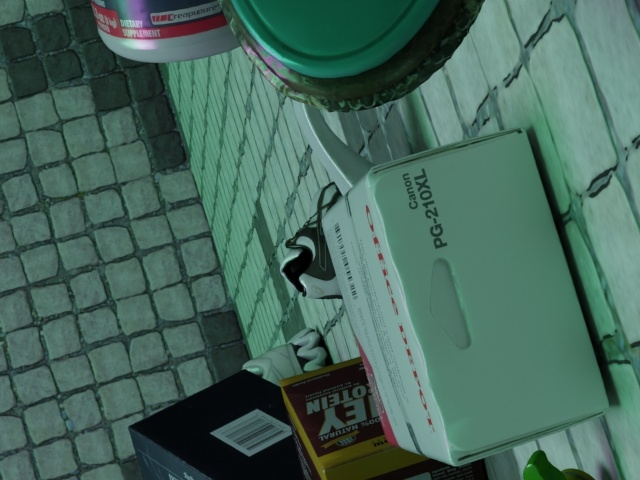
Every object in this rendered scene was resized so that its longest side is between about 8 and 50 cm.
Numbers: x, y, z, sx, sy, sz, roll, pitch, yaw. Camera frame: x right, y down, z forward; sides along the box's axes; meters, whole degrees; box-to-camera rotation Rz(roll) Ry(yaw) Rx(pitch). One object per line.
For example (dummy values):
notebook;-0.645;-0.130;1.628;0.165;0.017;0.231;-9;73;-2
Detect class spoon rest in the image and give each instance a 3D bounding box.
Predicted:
spoon rest;0.037;-0.048;1.116;0.137;0.084;0.276;-143;39;-77

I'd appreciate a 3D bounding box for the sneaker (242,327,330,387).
sneaker;-0.017;0.231;1.916;0.292;0.118;0.110;-121;18;-55

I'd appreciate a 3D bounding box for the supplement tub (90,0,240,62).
supplement tub;-0.144;-0.323;1.413;0.191;0.191;0.272;-121;16;-60

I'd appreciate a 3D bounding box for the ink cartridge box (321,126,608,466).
ink cartridge box;0.080;0.039;0.935;0.237;0.100;0.172;139;115;-82

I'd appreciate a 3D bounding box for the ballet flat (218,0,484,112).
ballet flat;0.005;-0.287;0.734;0.182;0.164;0.483;19;-122;-73

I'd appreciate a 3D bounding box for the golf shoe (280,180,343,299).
golf shoe;0.000;0.000;1.427;0.198;0.094;0.077;-124;18;-69

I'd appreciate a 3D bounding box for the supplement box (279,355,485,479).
supplement box;0.063;0.223;1.310;0.191;0.129;0.194;-127;22;-69

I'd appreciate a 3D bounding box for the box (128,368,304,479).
box;-0.041;0.362;1.758;0.343;0.179;0.312;17;127;56

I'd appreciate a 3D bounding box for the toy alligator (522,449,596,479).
toy alligator;0.164;0.200;0.899;0.051;0.056;0.190;6;129;34
